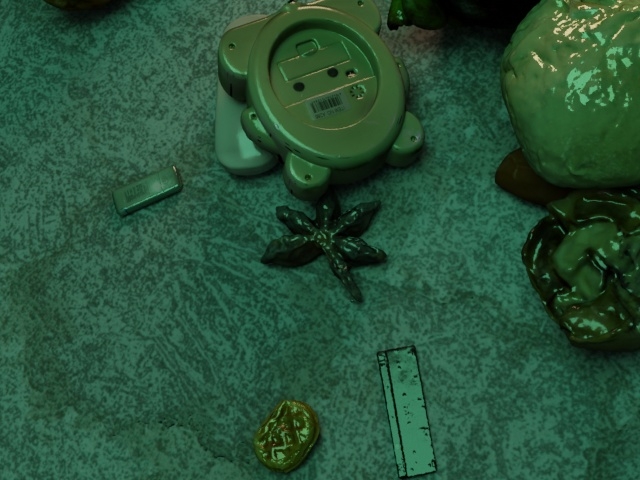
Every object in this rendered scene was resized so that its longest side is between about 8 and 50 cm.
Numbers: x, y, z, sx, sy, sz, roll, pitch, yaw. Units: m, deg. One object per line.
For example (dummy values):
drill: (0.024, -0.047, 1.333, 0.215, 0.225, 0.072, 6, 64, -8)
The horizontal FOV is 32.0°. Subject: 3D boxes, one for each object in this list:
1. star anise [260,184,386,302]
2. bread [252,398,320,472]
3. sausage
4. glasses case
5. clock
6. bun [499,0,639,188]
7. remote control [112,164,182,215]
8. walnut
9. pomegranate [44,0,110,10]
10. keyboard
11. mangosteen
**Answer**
star anise: (0.010, -0.013, 1.749, 0.208, 0.063, 0.172, 22, 75, 25)
bread: (-0.048, 0.290, 1.651, 0.083, 0.044, 0.111, 33, 83, 23)
sausage: (0.342, -0.094, 1.665, 0.179, 0.089, 0.089, 17, 74, 32)
glasses case: (-0.116, -0.248, 1.880, 0.113, 0.075, 0.297, -4, 68, 12)
clock: (0.006, -0.231, 1.781, 0.283, 0.114, 0.310, -20, 73, -14)
bun: (0.408, -0.240, 1.582, 0.352, 0.227, 0.349, -36, 42, -23)
remote control: (-0.296, -0.085, 1.902, 0.124, 0.018, 0.053, -24, 62, 6)
walnut: (0.392, 0.045, 1.562, 0.204, 0.141, 0.238, 7, 71, 34)
pomegranate: (-0.442, -0.521, 2.038, 0.207, 0.207, 0.207, -7, 66, 15)
keyboard: (0.125, 0.249, 1.629, 0.060, 0.018, 0.196, -11, 65, 5)
mangosteen: (0.245, -0.471, 1.749, 0.359, 0.306, 0.306, -21, 60, 36)
